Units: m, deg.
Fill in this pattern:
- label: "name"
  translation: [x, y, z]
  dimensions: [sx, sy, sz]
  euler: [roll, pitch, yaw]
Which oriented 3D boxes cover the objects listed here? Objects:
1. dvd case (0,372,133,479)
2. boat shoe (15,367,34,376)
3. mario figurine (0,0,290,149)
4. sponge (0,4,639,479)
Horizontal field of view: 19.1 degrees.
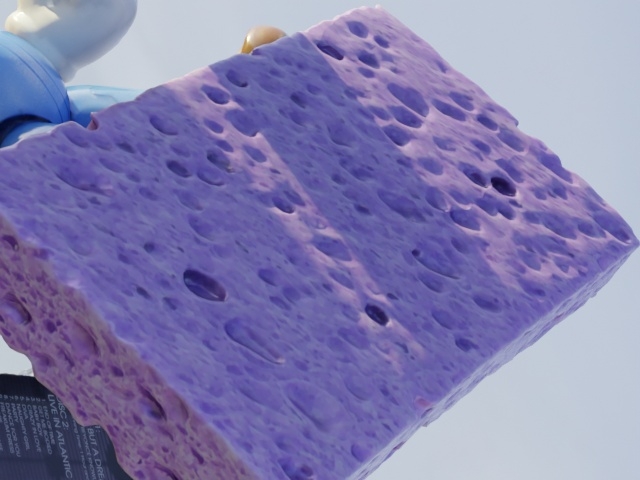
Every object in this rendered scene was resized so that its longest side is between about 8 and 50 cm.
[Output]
- label: "dvd case"
  translation: [-0.112, 0.123, 0.657]
  dimensions: [0.221, 0.018, 0.165]
  euler: [13, 57, -56]
- label: "boat shoe"
  translation: [-0.032, 0.118, 0.799]
  dimensions: [0.227, 0.081, 0.079]
  euler: [41, 0, 5]
- label: "mario figurine"
  translation: [-0.173, -0.071, 0.785]
  dimensions: [0.198, 0.320, 0.170]
  euler: [53, 43, -76]
- label: "sponge"
  translation: [0.000, 0.000, 0.520]
  dimensions: [0.117, 0.210, 0.031]
  euler: [43, -56, 12]
